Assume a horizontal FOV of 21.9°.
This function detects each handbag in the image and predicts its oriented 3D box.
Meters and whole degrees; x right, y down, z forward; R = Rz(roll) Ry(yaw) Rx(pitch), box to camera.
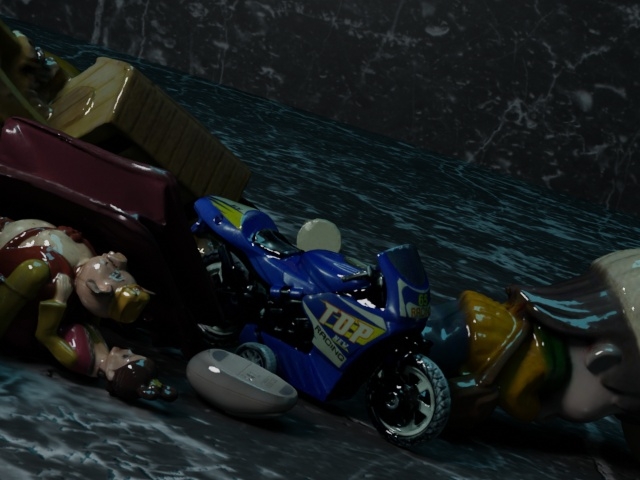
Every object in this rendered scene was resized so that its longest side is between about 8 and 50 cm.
[{"bbox_3d":[-0.189,-0.001,1.436,0.203,0.074,0.216,20,-31,30],"label":"handbag"}]

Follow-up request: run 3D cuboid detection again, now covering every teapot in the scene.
[{"bbox_3d":[0.000,0.000,2.106,0.067,0.057,0.083,54,3,-8],"label":"teapot"}]

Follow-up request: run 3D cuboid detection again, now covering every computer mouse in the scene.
[{"bbox_3d":[-0.068,0.125,1.371,0.096,0.039,0.066,26,12,8],"label":"computer mouse"}]

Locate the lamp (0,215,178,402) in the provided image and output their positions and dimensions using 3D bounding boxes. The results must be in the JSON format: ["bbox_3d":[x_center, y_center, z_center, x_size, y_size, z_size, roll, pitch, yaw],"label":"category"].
[{"bbox_3d":[-0.217,0.045,1.345,0.253,0.118,0.118,21,11,27],"label":"lamp"}]

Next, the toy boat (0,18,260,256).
[{"bbox_3d":[-0.192,-0.079,1.544,0.445,0.162,0.136,39,29,-40],"label":"toy boat"}]

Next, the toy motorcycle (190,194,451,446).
[{"bbox_3d":[-0.001,0.056,1.469,0.315,0.169,0.113,26,16,32],"label":"toy motorcycle"}]

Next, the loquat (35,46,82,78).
[{"bbox_3d":[-0.361,-0.146,1.956,0.227,0.179,0.179,4,16,-37],"label":"loquat"}]

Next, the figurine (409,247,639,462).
[{"bbox_3d":[0.219,0.091,1.548,0.332,0.204,0.185,15,13,-11],"label":"figurine"}]
